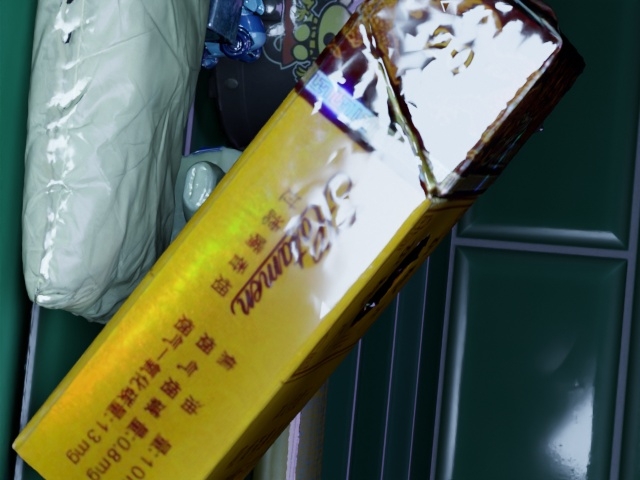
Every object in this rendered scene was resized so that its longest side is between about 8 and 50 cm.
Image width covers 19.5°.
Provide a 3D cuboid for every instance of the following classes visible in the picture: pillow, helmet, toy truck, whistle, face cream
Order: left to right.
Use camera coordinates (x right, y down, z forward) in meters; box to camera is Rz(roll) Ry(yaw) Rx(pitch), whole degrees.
[{"bbox_3d":[-0.124,-0.084,1.197,0.274,0.076,0.280,45,51,-79],"label":"pillow"},{"bbox_3d":[-0.082,-0.178,1.424,0.056,0.073,0.090,-6,87,-80],"label":"toy truck"},{"bbox_3d":[-0.080,-0.018,1.418,0.244,0.092,0.110,56,44,-79],"label":"whistle"},{"bbox_3d":[-0.028,0.159,1.853,0.139,0.067,0.285,-9,105,-80],"label":"face cream"},{"bbox_3d":[-0.002,-0.190,1.591,0.279,0.160,0.230,-20,113,-77],"label":"helmet"}]

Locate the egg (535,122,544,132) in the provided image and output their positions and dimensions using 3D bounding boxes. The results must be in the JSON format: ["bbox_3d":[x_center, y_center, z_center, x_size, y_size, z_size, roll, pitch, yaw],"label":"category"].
[{"bbox_3d":[0.105,-0.248,2.032,0.337,0.201,0.337,42,39,-46],"label":"egg"}]

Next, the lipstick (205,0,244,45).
[{"bbox_3d":[-0.061,-0.303,1.384,0.051,0.051,0.312,26,75,-65],"label":"lipstick"}]

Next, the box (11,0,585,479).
[{"bbox_3d":[0.000,-0.001,1.219,0.415,0.116,0.264,-50,172,8],"label":"box"}]
